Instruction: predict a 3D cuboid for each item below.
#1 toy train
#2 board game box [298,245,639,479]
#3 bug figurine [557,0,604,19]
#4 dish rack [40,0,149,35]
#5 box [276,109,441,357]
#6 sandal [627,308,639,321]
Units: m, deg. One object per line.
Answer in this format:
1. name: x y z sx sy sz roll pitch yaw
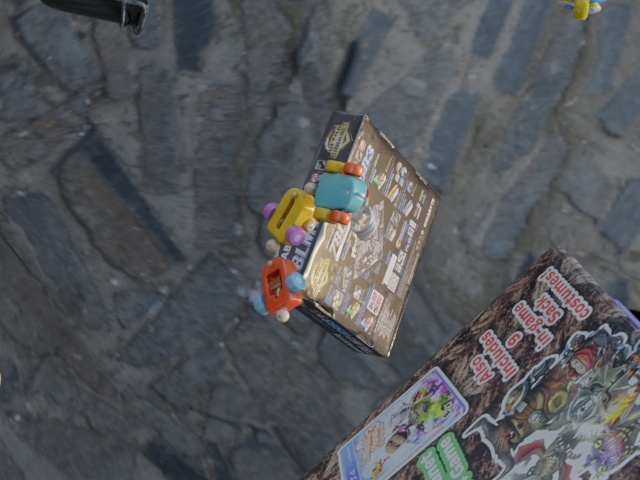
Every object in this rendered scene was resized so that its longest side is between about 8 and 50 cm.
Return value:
1. toy train: 0.000 0.000 1.178 0.046 0.166 0.125 19 45 -41
2. board game box: 0.080 0.194 0.499 0.291 0.141 0.232 -43 112 7
3. bug figurine: 0.037 -0.195 0.578 0.279 0.072 0.216 12 58 10
4. dish rack: -0.119 -0.270 0.686 0.074 0.271 0.208 2 62 -16
5. box: 0.060 -0.003 1.931 0.293 0.073 0.295 39 66 -50
6. sandal: 0.395 0.114 1.584 0.219 0.090 0.060 36 121 -7
